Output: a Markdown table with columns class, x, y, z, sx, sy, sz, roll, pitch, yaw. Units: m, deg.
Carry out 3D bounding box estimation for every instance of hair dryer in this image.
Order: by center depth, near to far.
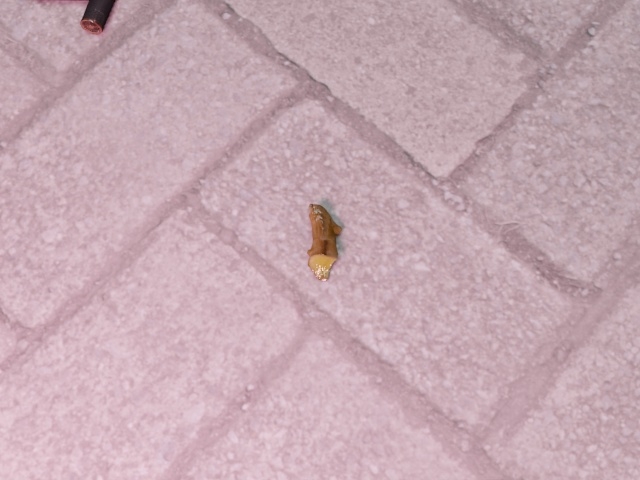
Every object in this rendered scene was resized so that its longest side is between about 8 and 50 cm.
| class | x | y | z | sx | sy | sz | roll | pitch | yaw |
| --- | --- | --- | --- | --- | --- | --- | --- | --- | --- |
| hair dryer | -0.485 | -0.495 | 1.854 | 0.195 | 0.050 | 0.173 | 13 | 66 | 7 |

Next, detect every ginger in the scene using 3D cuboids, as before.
| class | x | y | z | sx | sy | sz | roll | pitch | yaw |
| --- | --- | --- | --- | --- | --- | --- | --- | --- | --- |
| ginger | 0.006 | 0.001 | 1.671 | 0.058 | 0.044 | 0.137 | -7 | 66 | 15 |
